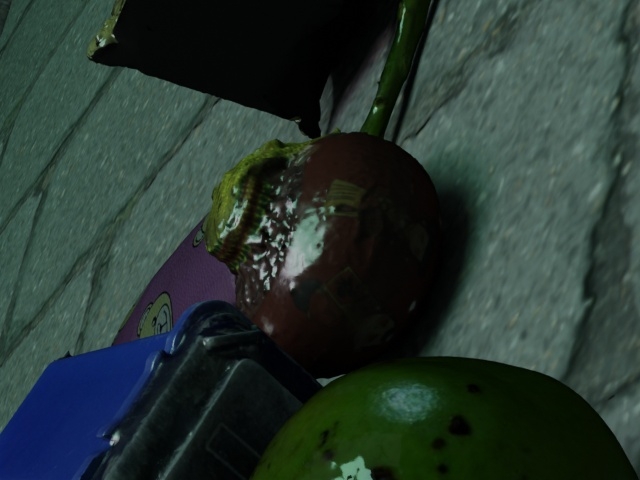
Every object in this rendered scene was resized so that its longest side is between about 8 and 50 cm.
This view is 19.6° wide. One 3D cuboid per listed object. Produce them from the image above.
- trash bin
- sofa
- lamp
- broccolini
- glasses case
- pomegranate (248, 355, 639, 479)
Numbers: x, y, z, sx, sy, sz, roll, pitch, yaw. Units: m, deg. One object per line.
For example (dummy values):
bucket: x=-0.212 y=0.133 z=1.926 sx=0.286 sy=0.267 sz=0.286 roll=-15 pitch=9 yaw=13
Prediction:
trash bin: x=-0.104 y=0.148 z=1.113 sx=0.234 sy=0.162 sz=0.184 roll=-7 pitch=44 yaw=55
sofa: x=-0.046 y=-0.234 z=1.411 sx=0.182 sy=0.200 sz=0.258 roll=-90 pitch=21 yaw=-50
lamp: x=-0.002 y=0.005 z=1.137 sx=0.156 sy=0.135 sz=0.157 roll=-66 pitch=20 yaw=3
broccolini: x=0.036 y=-0.097 z=1.287 sx=0.071 sy=0.057 sz=0.254 roll=7 pitch=73 yaw=26
glasses case: x=-0.094 y=0.057 z=1.417 sx=0.316 sy=0.076 sz=0.123 roll=-47 pitch=25 yaw=47
pomegranate: x=0.071 y=0.142 z=0.751 sx=0.225 sy=0.187 sz=0.187 roll=16 pitch=83 yaw=46
